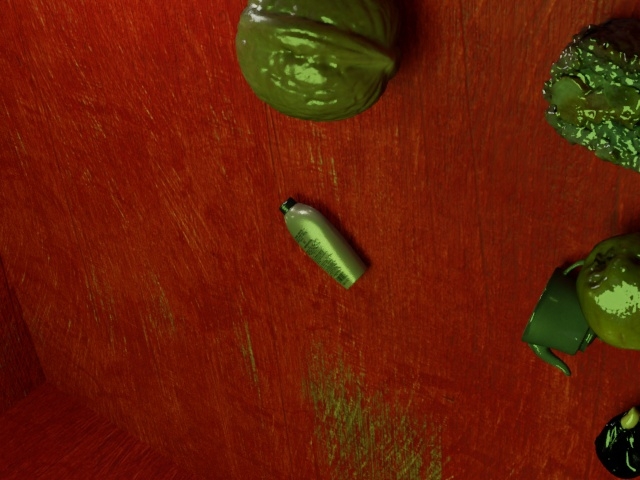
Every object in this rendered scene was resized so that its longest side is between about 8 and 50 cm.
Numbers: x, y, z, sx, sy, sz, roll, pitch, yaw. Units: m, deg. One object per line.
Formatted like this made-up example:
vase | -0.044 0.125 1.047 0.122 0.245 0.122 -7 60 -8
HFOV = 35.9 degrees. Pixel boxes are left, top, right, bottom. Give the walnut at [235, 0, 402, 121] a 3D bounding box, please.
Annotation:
walnut | 0.002 -0.374 1.852 0.333 0.333 0.332 28 138 28

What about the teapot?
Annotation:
teapot | 0.492 0.146 1.908 0.149 0.162 0.239 27 109 16

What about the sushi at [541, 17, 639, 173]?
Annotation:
sushi | 0.494 -0.228 1.551 0.270 0.171 0.236 26 138 33

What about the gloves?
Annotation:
gloves | 0.649 0.397 1.979 0.164 0.124 0.203 36 125 -16

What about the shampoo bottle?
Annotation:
shampoo bottle | 0.000 0.000 2.345 0.257 0.078 0.127 46 149 3

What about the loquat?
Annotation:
loquat | 0.573 0.100 1.736 0.246 0.213 0.213 33 149 -20
